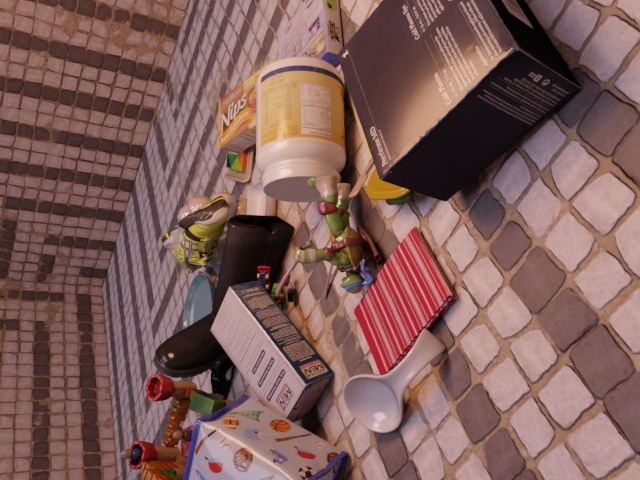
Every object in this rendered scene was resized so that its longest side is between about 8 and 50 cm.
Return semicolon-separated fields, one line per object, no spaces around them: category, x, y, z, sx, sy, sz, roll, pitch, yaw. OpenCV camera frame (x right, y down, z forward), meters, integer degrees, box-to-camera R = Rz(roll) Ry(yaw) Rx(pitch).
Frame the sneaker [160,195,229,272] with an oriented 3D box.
sneaker;-0.340;-0.015;1.770;0.147;0.145;0.385;56;149;-3

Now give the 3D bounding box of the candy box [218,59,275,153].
candy box;-0.213;-0.421;1.938;0.316;0.088;0.182;-19;67;47

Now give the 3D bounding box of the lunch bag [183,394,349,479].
lunch bag;-0.156;0.622;1.404;0.328;0.239;0.385;23;108;30

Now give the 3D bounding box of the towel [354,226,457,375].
towel;0.167;0.134;1.258;0.274;0.031;0.198;-59;37;34

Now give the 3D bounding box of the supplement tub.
supplement tub;-0.050;-0.274;1.530;0.228;0.228;0.316;-24;63;56

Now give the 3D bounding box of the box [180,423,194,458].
box;-0.380;0.737;1.973;0.128;0.123;0.256;-38;52;49

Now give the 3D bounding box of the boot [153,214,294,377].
boot;-0.275;0.146;1.719;0.146;0.367;0.445;34;116;24

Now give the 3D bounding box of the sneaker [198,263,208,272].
sneaker;-0.436;0.032;2.307;0.077;0.072;0.178;-41;56;34

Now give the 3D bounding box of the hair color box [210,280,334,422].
hair color box;-0.134;0.286;1.564;0.347;0.105;0.173;47;127;30

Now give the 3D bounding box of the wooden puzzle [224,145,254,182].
wooden puzzle;-0.287;-0.332;2.137;0.221;0.044;0.238;22;103;60

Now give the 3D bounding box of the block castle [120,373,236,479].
block castle;-0.382;0.593;1.775;0.453;0.213;0.302;8;81;42

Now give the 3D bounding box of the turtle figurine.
turtle figurine;0.000;0.000;1.406;0.275;0.198;0.266;-19;73;55

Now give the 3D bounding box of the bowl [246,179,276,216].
bowl;-0.181;-0.113;1.895;0.142;0.053;0.142;-18;68;57

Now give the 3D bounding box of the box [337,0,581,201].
box;0.222;-0.307;1.081;0.312;0.179;0.343;-42;48;37

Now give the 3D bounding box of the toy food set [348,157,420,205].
toy food set;0.170;-0.126;1.286;0.218;0.071;0.128;4;63;58

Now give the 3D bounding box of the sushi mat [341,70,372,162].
sushi mat;0.123;-0.353;1.457;0.151;0.019;0.316;-49;44;45

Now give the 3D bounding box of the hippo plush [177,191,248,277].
hippo plush;-0.346;0.005;1.972;0.294;0.234;0.236;-44;47;47

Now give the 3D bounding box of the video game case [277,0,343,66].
video game case;-0.034;-0.558;1.733;0.269;0.061;0.244;-33;55;53

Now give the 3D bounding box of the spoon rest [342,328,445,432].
spoon rest;0.137;0.289;1.199;0.137;0.084;0.276;42;125;12

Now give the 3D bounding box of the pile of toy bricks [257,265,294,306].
pile of toy bricks;-0.130;0.160;1.720;0.105;0.118;0.212;-78;-9;-68

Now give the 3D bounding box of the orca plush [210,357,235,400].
orca plush;-0.361;0.429;2.032;0.151;0.102;0.287;39;117;56

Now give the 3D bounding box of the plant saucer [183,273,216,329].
plant saucer;-0.451;0.286;2.282;0.318;0.044;0.317;-23;63;56
